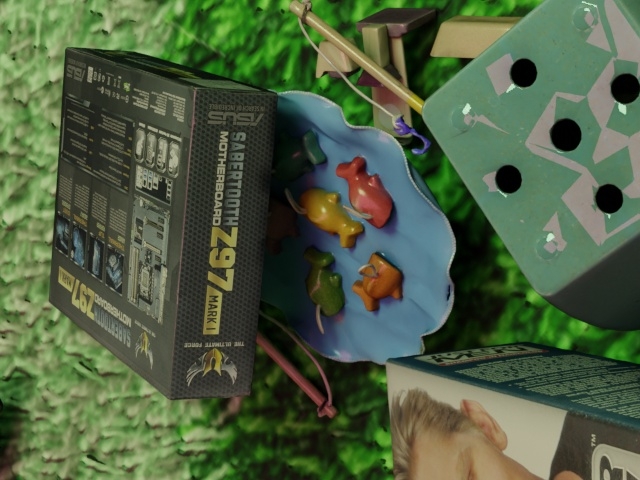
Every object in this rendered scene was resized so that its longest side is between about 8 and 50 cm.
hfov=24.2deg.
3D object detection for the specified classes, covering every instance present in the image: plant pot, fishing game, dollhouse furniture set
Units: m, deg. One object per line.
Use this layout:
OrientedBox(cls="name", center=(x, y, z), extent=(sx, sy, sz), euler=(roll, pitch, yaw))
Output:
OrientedBox(cls="plant pot", center=(0.164, -0.054, 0.726), extent=(0.165, 0.234, 0.166), euler=(-39, 76, 29))
OrientedBox(cls="fishing game", center=(0.000, 0.000, 0.899), extent=(0.189, 0.041, 0.264), euler=(44, 138, 15))
OrientedBox(cls="dollhouse furniture set", center=(0.070, -0.086, 0.879), extent=(0.114, 0.091, 0.081), euler=(7, 114, 31))

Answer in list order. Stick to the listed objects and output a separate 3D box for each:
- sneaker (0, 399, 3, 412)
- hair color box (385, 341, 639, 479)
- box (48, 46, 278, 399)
OrientedBox(cls="sneaker", center=(-0.279, 0.168, 1.133), extent=(0.072, 0.077, 0.178), euler=(54, 141, 17))
OrientedBox(cls="hair color box", center=(0.154, 0.155, 0.732), extent=(0.347, 0.105, 0.174), euler=(-175, 80, -68))
OrientedBox(cls="box", center=(-0.107, -0.019, 0.944), extent=(0.232, 0.059, 0.183), euler=(24, 110, 60))
